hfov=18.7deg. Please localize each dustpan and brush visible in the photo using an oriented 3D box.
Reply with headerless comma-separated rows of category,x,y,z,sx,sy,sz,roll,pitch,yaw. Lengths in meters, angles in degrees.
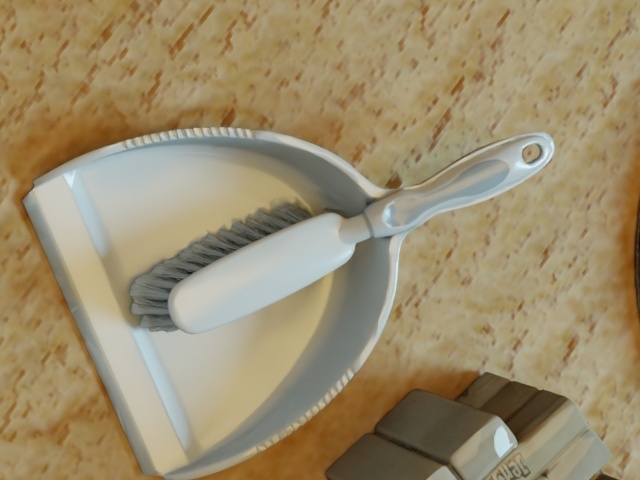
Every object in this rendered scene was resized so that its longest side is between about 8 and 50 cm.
dustpan and brush,0.000,0.000,0.827,0.211,0.060,0.147,-26,100,-15

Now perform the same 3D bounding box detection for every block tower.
block tower,0.149,0.204,0.871,0.091,0.097,0.335,-42,105,-11

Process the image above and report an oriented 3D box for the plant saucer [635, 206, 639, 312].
plant saucer,0.301,0.007,0.936,0.310,0.050,0.311,-1,94,-18
